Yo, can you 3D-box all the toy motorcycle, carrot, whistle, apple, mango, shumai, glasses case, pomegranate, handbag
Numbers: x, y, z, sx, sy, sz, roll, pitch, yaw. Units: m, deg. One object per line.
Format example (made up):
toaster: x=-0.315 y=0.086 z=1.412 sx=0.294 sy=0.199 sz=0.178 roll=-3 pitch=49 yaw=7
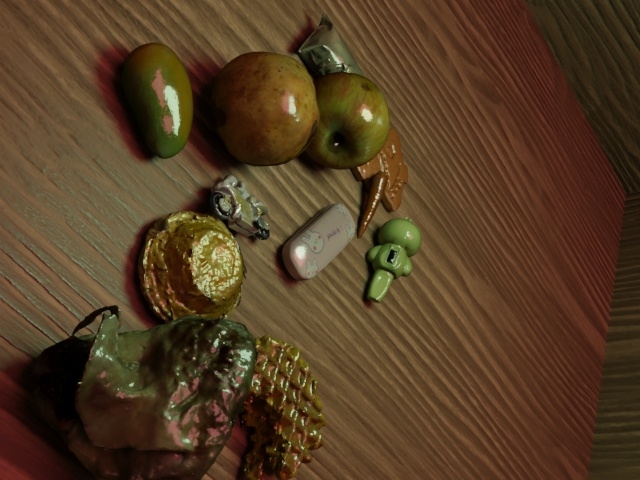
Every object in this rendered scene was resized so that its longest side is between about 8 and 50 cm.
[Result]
toy motorcycle: x=-0.195 y=-0.085 z=1.717 sx=0.229 sy=0.074 sz=0.151 roll=26 pitch=42 yaw=-53
carrot: x=0.150 y=-0.104 z=2.127 sx=0.048 sy=0.048 sz=0.216 roll=28 pitch=77 yaw=-42
whistle: x=0.209 y=0.056 z=2.139 sx=0.141 sy=0.141 sz=0.294 roll=36 pitch=73 yaw=-38
apple: x=0.062 y=-0.336 z=1.961 sx=0.264 sy=0.265 sz=0.264 roll=17 pitch=67 yaw=-46
mango: x=-0.348 y=-0.307 z=1.576 sx=0.156 sy=0.114 sz=0.250 roll=-22 pitch=95 yaw=-57
shumai: x=-0.345 y=0.277 z=1.305 sx=0.348 sy=0.395 sz=0.394 roll=28 pitch=57 yaw=-17
glasses case: x=0.000 y=0.000 z=1.923 sx=0.297 sy=0.075 sz=0.113 roll=-44 pitch=111 yaw=-47
pomegranate: x=-0.132 y=-0.316 z=1.721 sx=0.281 sy=0.281 sz=0.281 roll=17 pitch=67 yaw=-46
handbag: x=0.040 y=-0.501 z=2.086 sx=0.270 sy=0.117 sz=0.182 roll=55 pitch=53 yaw=-25

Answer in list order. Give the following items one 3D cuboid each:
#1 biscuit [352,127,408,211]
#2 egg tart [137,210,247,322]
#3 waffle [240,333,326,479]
biscuit: x=0.176 y=-0.241 z=2.219 sx=0.306 sy=0.043 sz=0.283 roll=16 pitch=68 yaw=-46
egg tart: x=-0.259 y=0.062 z=1.576 sx=0.295 sy=0.116 sz=0.294 roll=18 pitch=65 yaw=-44
waffle: x=-0.124 y=0.369 z=1.622 sx=0.261 sy=0.151 sz=0.324 roll=-50 pitch=120 yaw=-49
